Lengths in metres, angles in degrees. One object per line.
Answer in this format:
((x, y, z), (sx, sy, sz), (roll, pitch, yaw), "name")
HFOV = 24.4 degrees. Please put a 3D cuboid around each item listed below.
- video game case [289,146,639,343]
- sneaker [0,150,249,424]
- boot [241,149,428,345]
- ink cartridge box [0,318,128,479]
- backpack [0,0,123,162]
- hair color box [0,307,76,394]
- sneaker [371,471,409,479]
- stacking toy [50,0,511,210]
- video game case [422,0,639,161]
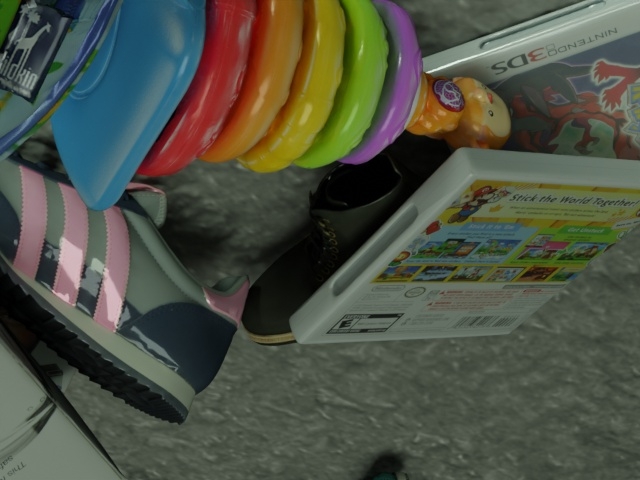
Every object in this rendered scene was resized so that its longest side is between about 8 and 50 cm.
((0.119, 0.008, 1.060), (0.227, 0.026, 0.206), (1, 145, -41), "video game case")
((-0.184, -0.012, 1.046), (0.319, 0.131, 0.112), (45, 156, -24), "sneaker")
((0.000, 0.000, 1.059), (0.198, 0.077, 0.137), (-34, 154, 16), "boot")
((-0.304, 0.123, 0.989), (0.223, 0.129, 0.307), (-37, 139, -8), "ink cartridge box")
((-0.172, -0.186, 0.550), (0.273, 0.290, 0.356), (-4, 125, -27), "backpack")
((-0.237, 0.080, 1.162), (0.093, 0.053, 0.167), (13, 134, -19), "hair color box")
((0.003, 0.312, 1.424), (0.110, 0.107, 0.275), (22, 132, -16), "sneaker")
((-0.001, -0.101, 0.918), (0.301, 0.175, 0.166), (12, 137, -28), "stacking toy")
((0.184, -0.084, 1.057), (0.183, 0.023, 0.201), (-18, 137, 13), "video game case")
